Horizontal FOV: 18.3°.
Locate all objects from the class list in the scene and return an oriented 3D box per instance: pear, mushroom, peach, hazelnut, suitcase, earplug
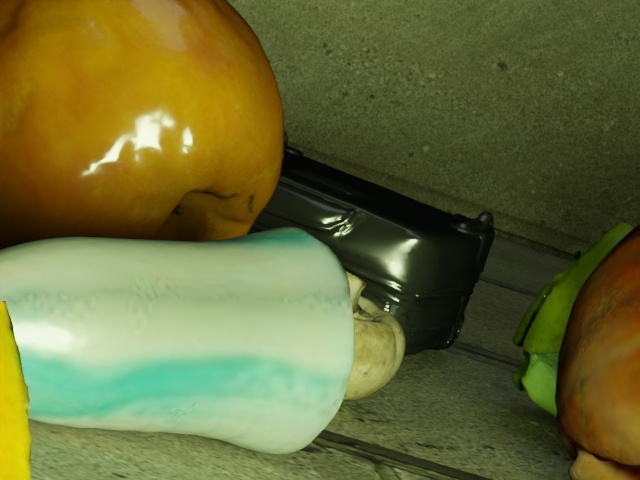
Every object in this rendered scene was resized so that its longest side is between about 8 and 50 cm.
[{"bbox_3d":[0.347,0.150,2.101,0.292,0.159,0.292,39,-19,16],"label":"pear"},{"bbox_3d":[0.002,0.084,1.897,0.166,0.127,0.166,26,7,-4],"label":"mushroom"},{"bbox_3d":[-0.208,-0.111,1.893,0.302,0.343,0.342,48,20,25],"label":"peach"},{"bbox_3d":[0.390,0.142,1.753,0.409,0.359,0.359,11,11,-40],"label":"hazelnut"},{"bbox_3d":[0.000,0.000,2.245,0.345,0.188,0.339,24,7,18],"label":"suitcase"},{"bbox_3d":[-0.153,0.066,1.512,0.324,0.185,0.185,7,14,-39],"label":"earplug"}]

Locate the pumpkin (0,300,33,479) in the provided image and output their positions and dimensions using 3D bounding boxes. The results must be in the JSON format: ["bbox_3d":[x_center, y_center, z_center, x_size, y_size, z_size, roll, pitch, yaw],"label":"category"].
[{"bbox_3d":[-0.254,0.136,1.052,0.169,0.148,0.312,62,22,7],"label":"pumpkin"}]
